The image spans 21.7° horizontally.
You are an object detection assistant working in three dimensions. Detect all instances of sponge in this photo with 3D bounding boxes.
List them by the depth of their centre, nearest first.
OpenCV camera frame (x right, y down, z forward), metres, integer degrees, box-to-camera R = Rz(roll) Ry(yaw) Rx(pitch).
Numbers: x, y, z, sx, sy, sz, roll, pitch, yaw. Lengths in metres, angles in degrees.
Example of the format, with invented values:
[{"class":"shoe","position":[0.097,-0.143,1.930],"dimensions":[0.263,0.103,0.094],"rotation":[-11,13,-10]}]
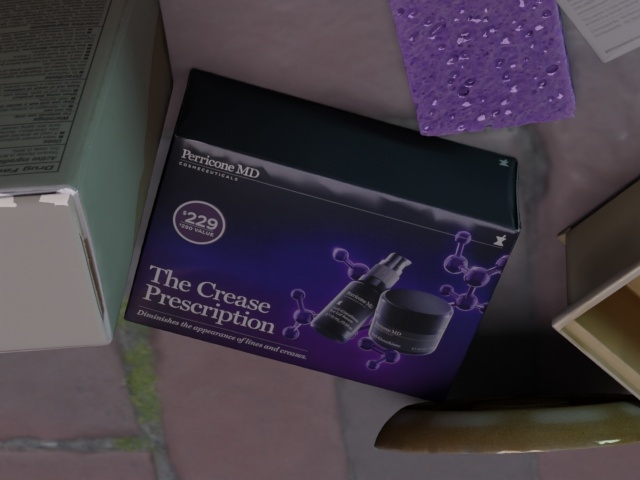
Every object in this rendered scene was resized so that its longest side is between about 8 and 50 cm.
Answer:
[{"class":"sponge","position":[0.109,-0.168,1.174],"dimensions":[0.117,0.031,0.210],"rotation":[-7,130,12]}]

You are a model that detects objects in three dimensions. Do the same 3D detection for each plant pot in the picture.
[{"class":"plant pot","position":[0.159,0.142,1.318],"dimensions":[0.236,0.236,0.032],"rotation":[-4,87,8]}]

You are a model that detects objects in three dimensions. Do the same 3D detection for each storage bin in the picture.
[{"class":"storage bin","position":[0.357,0.032,1.251],"dimensions":[0.260,0.123,0.262],"rotation":[39,120,-21]}]

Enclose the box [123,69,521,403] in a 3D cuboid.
[{"class":"box","position":[0.000,0.000,1.276],"dimensions":[0.261,0.103,0.184],"rotation":[15,124,-6]}]

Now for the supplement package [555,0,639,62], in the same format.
[{"class":"supplement package","position":[0.171,-0.259,1.023],"dimensions":[0.134,0.139,0.244],"rotation":[-25,116,37]}]

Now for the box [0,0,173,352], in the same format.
[{"class":"box","position":[-0.193,-0.068,1.109],"dimensions":[0.148,0.311,0.121],"rotation":[-3,126,7]}]
